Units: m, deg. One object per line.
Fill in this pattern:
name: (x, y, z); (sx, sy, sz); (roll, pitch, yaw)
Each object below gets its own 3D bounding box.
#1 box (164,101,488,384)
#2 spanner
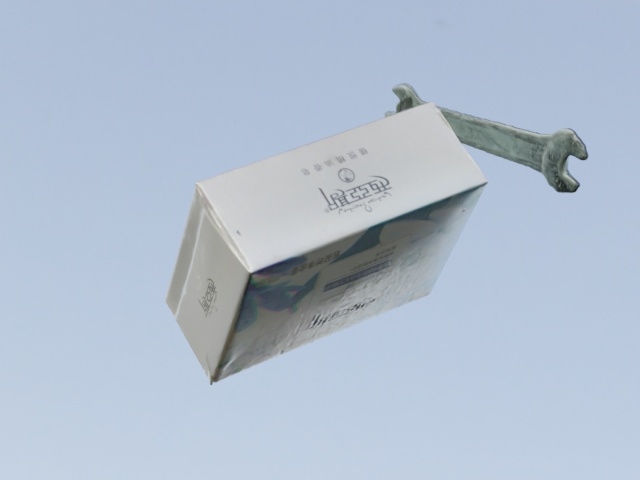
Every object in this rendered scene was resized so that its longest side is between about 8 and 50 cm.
box: (0.002, 0.002, 1.466); (0.116, 0.274, 0.203); (57, -30, 23)
spanner: (0.173, -0.116, 1.624); (0.302, 0.017, 0.071); (25, -59, 46)
